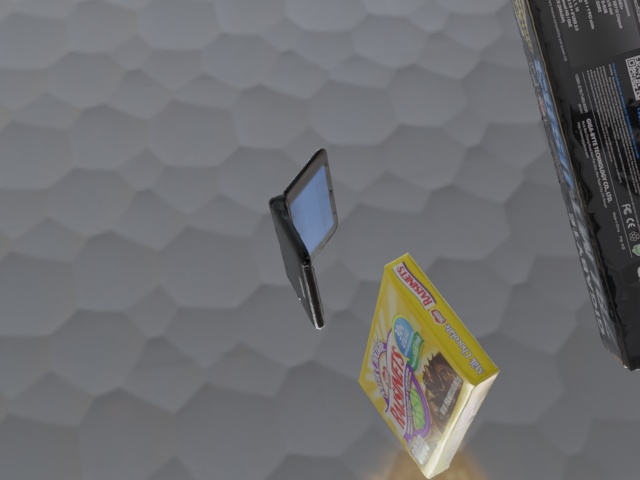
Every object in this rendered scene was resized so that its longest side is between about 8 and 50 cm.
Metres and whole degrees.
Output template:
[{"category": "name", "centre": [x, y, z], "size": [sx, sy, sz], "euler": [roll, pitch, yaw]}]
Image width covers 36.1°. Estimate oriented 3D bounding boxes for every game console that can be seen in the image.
[{"category": "game console", "centre": [0.000, 0.000, 0.883], "size": [0.122, 0.071, 0.107], "euler": [78, 166, -53]}]

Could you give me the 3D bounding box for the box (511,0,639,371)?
[{"category": "box", "centre": [0.295, -0.095, 0.628], "size": [0.073, 0.293, 0.295], "euler": [-65, -42, -83]}]

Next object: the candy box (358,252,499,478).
[{"category": "candy box", "centre": [0.074, 0.102, 0.738], "size": [0.105, 0.027, 0.206], "euler": [56, 161, 25]}]
